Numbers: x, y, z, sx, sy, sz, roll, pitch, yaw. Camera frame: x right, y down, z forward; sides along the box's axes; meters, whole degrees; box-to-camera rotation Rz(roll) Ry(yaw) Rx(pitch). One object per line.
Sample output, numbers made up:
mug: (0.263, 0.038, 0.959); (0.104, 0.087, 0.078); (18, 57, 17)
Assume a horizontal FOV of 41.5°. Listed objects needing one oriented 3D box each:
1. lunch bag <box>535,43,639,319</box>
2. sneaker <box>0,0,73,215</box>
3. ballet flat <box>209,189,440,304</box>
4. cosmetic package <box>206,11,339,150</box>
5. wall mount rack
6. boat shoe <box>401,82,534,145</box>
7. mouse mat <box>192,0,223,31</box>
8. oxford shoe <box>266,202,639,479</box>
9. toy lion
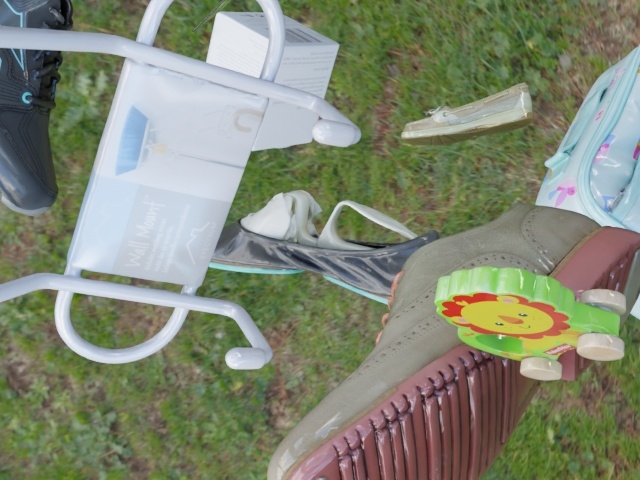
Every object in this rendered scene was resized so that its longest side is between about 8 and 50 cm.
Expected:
lunch bag: (0.346, -0.063, 0.854); (0.224, 0.279, 0.108); (38, 150, -9)
sneaker: (-0.243, -0.153, 0.657); (0.106, 0.101, 0.267); (-16, 101, -5)
ballet flat: (0.000, 0.000, 0.889); (0.280, 0.095, 0.096); (11, 101, 17)
cosmetic package: (-0.090, -0.266, 1.405); (0.151, 0.151, 0.184); (35, 121, 30)
wall mount rack: (-0.145, -0.030, 0.605); (0.130, 0.304, 0.350); (51, 124, 53)
boat shoe: (0.168, -0.145, 0.983); (0.153, 0.056, 0.048); (-10, 82, 16)
mouse mat: (-0.170, -0.470, 1.621); (0.152, 0.190, 0.007); (-37, 106, 28)
oxford shoe: (0.084, 0.078, 0.591); (0.130, 0.348, 0.123); (31, 136, 38)
toy lion: (0.103, 0.041, 0.448); (0.096, 0.100, 0.034); (16, 68, -9)
